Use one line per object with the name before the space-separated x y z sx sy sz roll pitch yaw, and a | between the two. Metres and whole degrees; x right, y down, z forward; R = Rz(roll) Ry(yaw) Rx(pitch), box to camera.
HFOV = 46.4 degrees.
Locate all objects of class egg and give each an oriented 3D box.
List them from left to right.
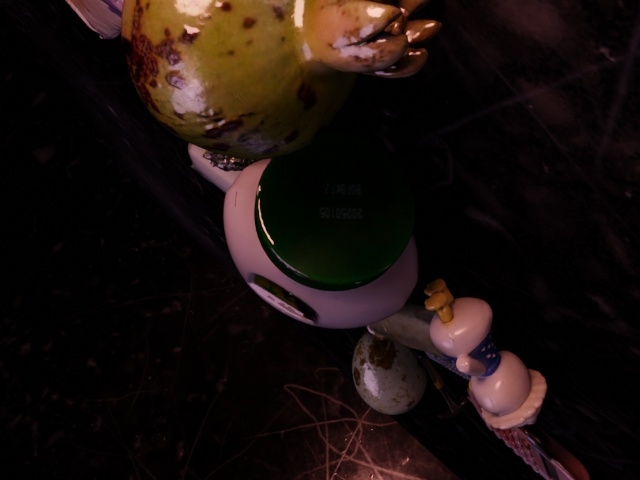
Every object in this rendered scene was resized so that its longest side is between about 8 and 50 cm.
egg | 0.155 0.300 1.732 0.169 0.169 0.231 29 151 52

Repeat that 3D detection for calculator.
calculator | 0.268 0.256 1.573 0.057 0.018 0.172 52 167 -24
calculator | 0.422 0.410 1.515 0.330 0.048 0.220 37 167 41

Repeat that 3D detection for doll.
doll | 0.253 0.184 1.159 0.293 0.119 0.138 50 -150 -19

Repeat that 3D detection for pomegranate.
pomegranate | -0.032 -0.188 0.718 0.306 0.242 0.242 6 154 16

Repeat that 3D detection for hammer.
hammer | 0.268 0.328 1.701 0.021 0.078 0.201 19 146 59

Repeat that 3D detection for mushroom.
mushroom | 0.173 0.162 1.442 0.100 0.081 0.312 46 164 -19

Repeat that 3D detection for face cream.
face cream | 0.000 0.000 1.116 0.313 0.219 0.357 33 162 3

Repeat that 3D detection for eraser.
eraser | -0.113 -0.096 1.449 0.290 0.104 0.189 37 173 30

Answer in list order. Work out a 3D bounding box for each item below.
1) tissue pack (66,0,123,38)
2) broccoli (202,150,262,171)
tissue pack | -0.319 -0.414 1.046 0.242 0.125 0.344 50 169 -23
broccoli | -0.170 -0.236 1.173 0.304 0.146 0.165 52 169 33
